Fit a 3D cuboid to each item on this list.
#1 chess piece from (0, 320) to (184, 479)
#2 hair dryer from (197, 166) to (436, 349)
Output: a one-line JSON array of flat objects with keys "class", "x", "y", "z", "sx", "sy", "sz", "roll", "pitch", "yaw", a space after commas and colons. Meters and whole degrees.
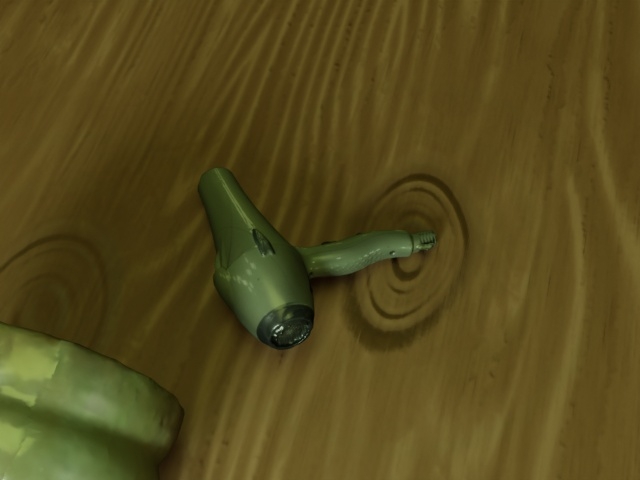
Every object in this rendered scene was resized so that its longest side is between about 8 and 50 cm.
[{"class": "chess piece", "x": -0.270, "y": 0.290, "z": 0.619, "sx": 0.234, "sy": 0.234, "sz": 0.442, "roll": 11, "pitch": 62, "yaw": 8}, {"class": "hair dryer", "x": -0.031, "y": -0.012, "z": 0.888, "sx": 0.225, "sy": 0.088, "sz": 0.219, "roll": -31, "pitch": 58, "yaw": -32}]
